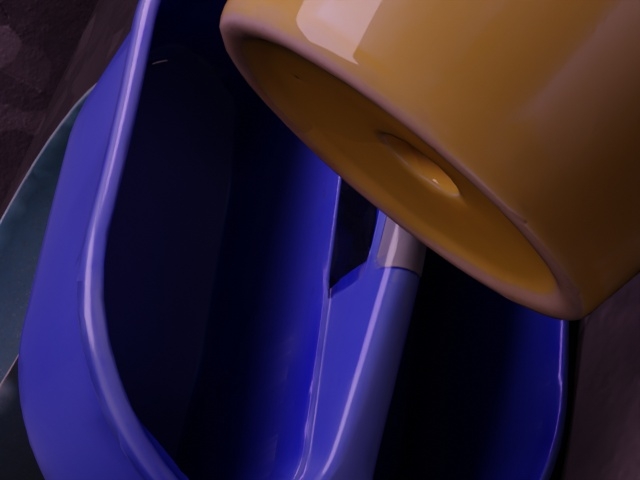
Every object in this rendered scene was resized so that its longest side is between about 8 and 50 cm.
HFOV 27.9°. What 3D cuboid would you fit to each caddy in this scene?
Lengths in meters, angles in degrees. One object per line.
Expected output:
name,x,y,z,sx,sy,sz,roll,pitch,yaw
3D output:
caddy,0.000,0.000,0.608,0.179,0.241,0.341,-34,42,52

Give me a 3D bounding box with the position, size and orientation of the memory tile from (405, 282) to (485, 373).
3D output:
memory tile,0.082,0.004,0.746,0.148,0.012,0.113,-50,25,30

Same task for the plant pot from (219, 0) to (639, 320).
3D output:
plant pot,0.100,-0.112,0.459,0.239,0.254,0.254,-51,21,-6

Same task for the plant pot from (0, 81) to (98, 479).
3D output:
plant pot,-0.127,0.061,0.894,0.290,0.195,0.290,-48,25,32
